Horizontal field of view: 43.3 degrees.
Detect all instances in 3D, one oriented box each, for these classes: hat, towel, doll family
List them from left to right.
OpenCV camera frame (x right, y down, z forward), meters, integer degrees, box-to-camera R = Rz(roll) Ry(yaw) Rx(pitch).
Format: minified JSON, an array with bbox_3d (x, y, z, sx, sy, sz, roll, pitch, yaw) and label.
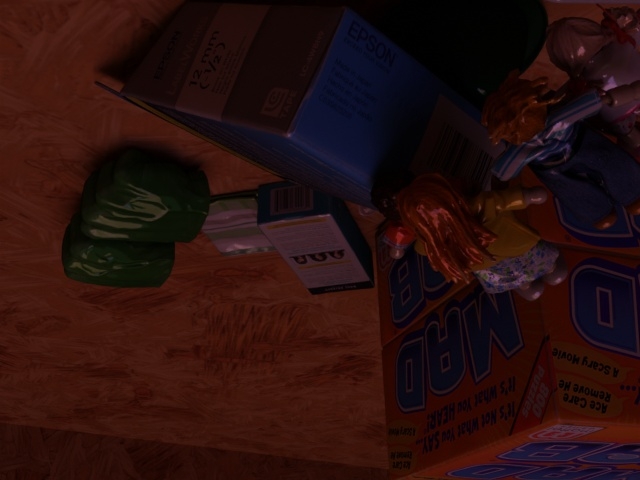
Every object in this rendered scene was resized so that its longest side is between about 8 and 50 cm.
[{"bbox_3d":[-0.114,-0.019,1.121,0.113,0.023,0.152,-8,153,13],"label":"towel"},{"bbox_3d":[0.140,-0.120,0.743,0.173,0.184,0.208,5,153,-15],"label":"hat"},{"bbox_3d":[0.149,-0.044,0.573,0.163,0.118,0.263,29,120,-35],"label":"doll family"}]

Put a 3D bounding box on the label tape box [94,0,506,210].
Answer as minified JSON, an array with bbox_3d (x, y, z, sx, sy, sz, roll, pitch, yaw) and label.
[{"bbox_3d":[-0.025,-0.123,0.773,0.249,0.115,0.347,25,180,-41],"label":"label tape box"}]

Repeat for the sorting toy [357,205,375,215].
[{"bbox_3d":[0.092,-0.069,1.012,0.075,0.045,0.083,5,144,-48],"label":"sorting toy"}]

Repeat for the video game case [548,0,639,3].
[{"bbox_3d":[0.217,-0.236,0.501,0.190,0.022,0.173,-13,122,-38],"label":"video game case"}]

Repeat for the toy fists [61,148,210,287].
[{"bbox_3d":[-0.250,-0.020,1.039,0.142,0.096,0.279,2,154,-28],"label":"toy fists"}]

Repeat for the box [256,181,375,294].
[{"bbox_3d":[0.000,0.000,1.120,0.100,0.060,0.244,-8,153,14],"label":"box"}]

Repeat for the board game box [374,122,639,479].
[{"bbox_3d":[0.307,0.096,0.992,0.356,0.356,0.356,8,152,-19],"label":"board game box"}]
